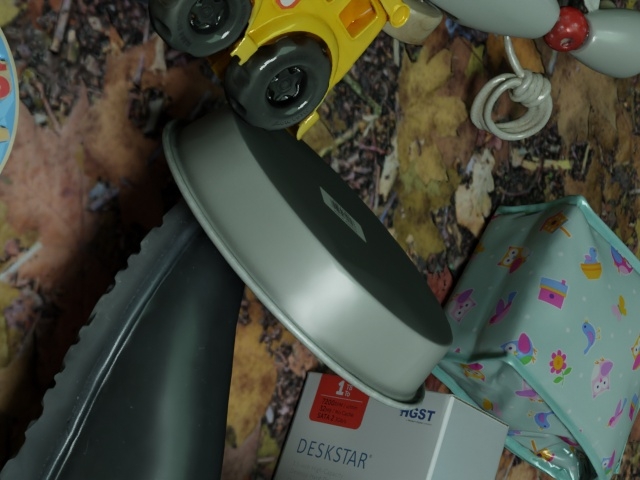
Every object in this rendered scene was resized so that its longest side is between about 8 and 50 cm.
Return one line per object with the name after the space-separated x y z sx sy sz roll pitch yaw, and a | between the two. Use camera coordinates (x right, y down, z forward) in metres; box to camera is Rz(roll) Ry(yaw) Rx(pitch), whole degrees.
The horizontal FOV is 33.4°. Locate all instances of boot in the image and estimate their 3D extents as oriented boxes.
0.009 0.222 0.751 0.445 0.146 0.367 27 79 5 | boot

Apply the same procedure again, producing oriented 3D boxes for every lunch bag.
0.261 0.116 1.140 0.262 0.160 0.223 44 61 -27 | lunch bag

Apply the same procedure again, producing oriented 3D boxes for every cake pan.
0.000 0.000 0.828 0.054 0.293 0.293 -42 127 12 | cake pan

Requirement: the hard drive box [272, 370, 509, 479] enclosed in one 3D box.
0.040 0.244 0.922 0.089 0.181 0.232 32 69 -38 | hard drive box

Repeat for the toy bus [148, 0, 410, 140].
-0.029 -0.210 0.749 0.211 0.149 0.220 -41 143 7 | toy bus

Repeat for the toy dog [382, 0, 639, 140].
0.181 -0.265 1.061 0.334 0.220 0.161 34 37 -46 | toy dog

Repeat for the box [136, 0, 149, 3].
-0.127 -0.265 0.781 0.220 0.051 0.175 6 126 -43 | box

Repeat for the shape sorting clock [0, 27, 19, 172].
-0.296 -0.098 0.700 0.206 0.040 0.206 -1 91 -43 | shape sorting clock
